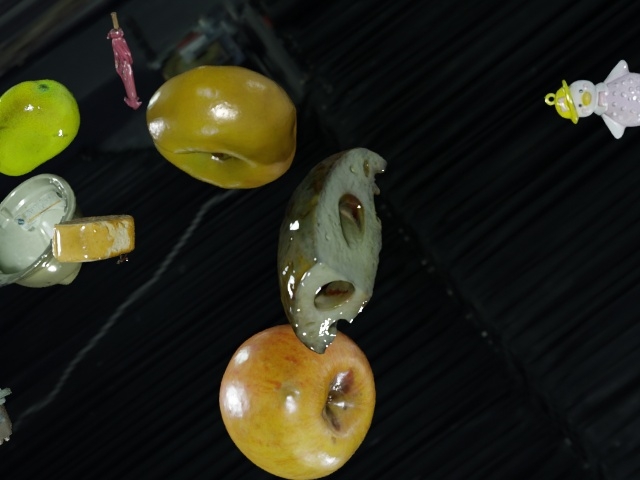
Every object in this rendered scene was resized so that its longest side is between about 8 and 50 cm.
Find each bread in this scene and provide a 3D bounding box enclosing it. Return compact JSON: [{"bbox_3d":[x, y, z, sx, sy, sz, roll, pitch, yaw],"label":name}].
[{"bbox_3d":[-0.367,0.001,1.716,0.149,0.122,0.073,-17,-75,-62],"label":"bread"}]

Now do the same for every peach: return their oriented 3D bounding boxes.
[{"bbox_3d":[-0.156,-0.181,1.722,0.251,0.251,0.153,52,-135,-49],"label":"peach"}]

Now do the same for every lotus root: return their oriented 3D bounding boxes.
[{"bbox_3d":[-0.003,-0.004,1.579,0.142,0.210,0.314,31,-145,-23],"label":"lotus root"}]

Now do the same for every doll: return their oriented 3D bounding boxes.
[{"bbox_3d":[0.479,-0.234,1.773,0.081,0.207,0.129,-38,-51,-75],"label":"doll"}]

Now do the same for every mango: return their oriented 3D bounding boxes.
[{"bbox_3d":[-0.420,-0.162,1.533,0.117,0.163,0.089,39,-162,-50],"label":"mango"}]

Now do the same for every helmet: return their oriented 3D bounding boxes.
[{"bbox_3d":[-0.482,0.016,1.882,0.137,0.204,0.257,49,-158,-39],"label":"helmet"}]

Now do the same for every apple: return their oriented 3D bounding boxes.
[{"bbox_3d":[-0.050,0.294,1.999,0.275,0.299,0.299,9,147,43],"label":"apple"}]

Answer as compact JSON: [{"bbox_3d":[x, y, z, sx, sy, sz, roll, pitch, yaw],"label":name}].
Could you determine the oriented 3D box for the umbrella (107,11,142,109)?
[{"bbox_3d":[-0.287,-0.259,1.560,0.025,0.027,0.165,-105,6,-46],"label":"umbrella"}]

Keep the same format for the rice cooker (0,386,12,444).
[{"bbox_3d":[-0.621,0.319,1.832,0.127,0.206,0.145,66,-158,-2],"label":"rice cooker"}]
